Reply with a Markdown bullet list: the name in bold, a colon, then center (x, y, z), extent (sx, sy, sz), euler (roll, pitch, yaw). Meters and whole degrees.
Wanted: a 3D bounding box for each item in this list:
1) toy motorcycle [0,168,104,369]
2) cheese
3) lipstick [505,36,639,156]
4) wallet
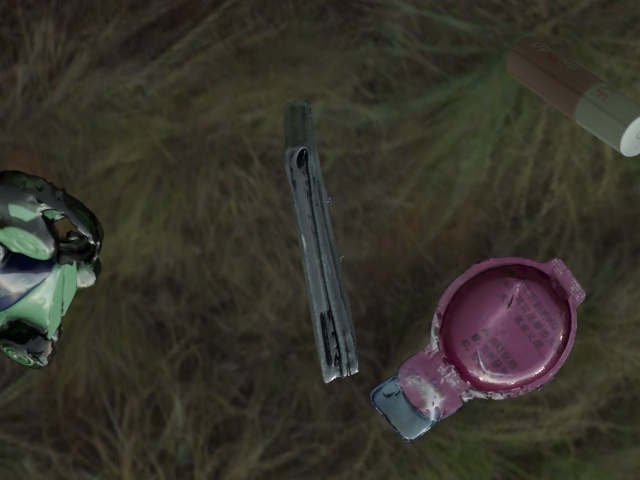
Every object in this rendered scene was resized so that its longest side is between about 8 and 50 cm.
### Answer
- **toy motorcycle**: center (-0.281, 0.009, 0.986), extent (0.196, 0.331, 0.125), euler (28, 62, -7)
- **cheese**: center (0.097, 0.066, 0.746), extent (0.145, 0.038, 0.095), euler (-38, 107, 3)
- **lipstick**: center (0.371, -0.210, 1.758), extent (0.070, 0.254, 0.070), euler (-20, 132, -24)
- **wallet**: center (-0.002, 0.000, 1.068), extent (0.036, 0.167, 0.222), euler (-11, 111, 3)
